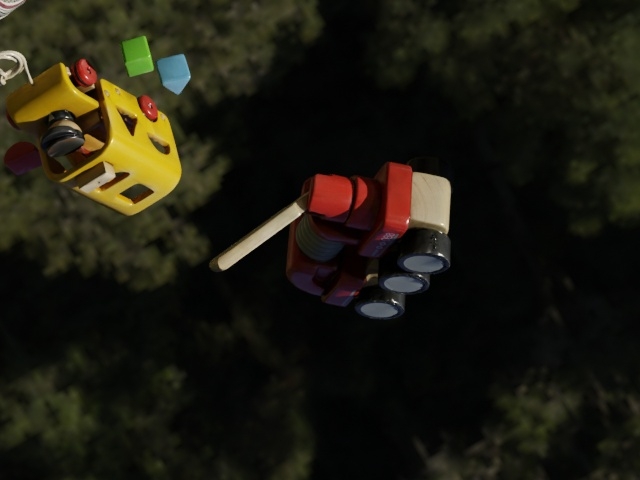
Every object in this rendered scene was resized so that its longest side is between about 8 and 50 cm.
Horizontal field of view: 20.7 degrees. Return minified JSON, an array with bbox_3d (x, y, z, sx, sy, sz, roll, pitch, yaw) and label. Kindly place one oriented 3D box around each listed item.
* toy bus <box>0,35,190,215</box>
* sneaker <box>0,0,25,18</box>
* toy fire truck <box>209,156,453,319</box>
[{"bbox_3d":[-0.226,-0.097,1.718,0.202,0.104,0.191,-8,150,-17],"label":"toy bus"},{"bbox_3d":[-0.245,-0.329,1.640,0.112,0.121,0.299,11,-120,37],"label":"sneaker"},{"bbox_3d":[0.000,0.000,1.902,0.246,0.158,0.217,12,155,-14],"label":"toy fire truck"}]
